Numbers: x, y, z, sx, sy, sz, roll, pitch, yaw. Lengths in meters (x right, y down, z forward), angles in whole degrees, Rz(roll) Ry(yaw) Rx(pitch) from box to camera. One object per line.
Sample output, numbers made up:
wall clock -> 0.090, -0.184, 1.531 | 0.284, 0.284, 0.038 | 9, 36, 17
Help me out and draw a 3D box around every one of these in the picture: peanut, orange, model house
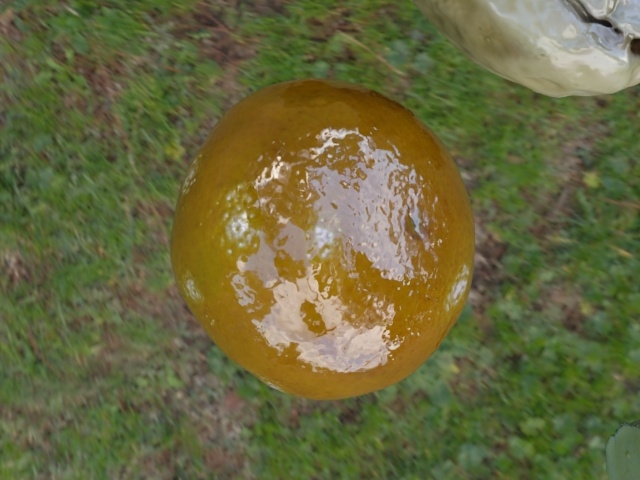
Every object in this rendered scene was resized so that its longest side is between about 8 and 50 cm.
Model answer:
peanut -> 0.062, -0.180, 0.771 | 0.290, 0.130, 0.130 | 36, 91, 2
orange -> 0.000, 0.000, 0.735 | 0.156, 0.124, 0.156 | 9, 77, -42
model house -> 0.260, 0.160, 1.101 | 0.083, 0.079, 0.066 | -2, 72, -16
